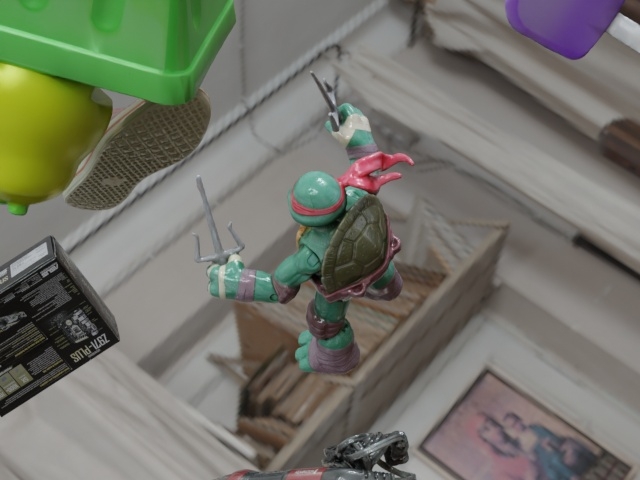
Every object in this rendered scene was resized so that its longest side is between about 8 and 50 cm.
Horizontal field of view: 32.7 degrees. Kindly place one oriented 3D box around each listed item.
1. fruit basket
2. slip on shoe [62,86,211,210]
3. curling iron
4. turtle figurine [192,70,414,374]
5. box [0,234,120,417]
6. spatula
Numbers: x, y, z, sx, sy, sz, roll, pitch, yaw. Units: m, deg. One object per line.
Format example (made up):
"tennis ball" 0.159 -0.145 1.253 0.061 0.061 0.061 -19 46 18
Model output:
"fruit basket" -0.301 -0.231 1.249 0.283 0.392 0.392 -73 1 -52
"slip on shoe" -0.256 -0.140 1.465 0.123 0.101 0.331 10 -25 -33
"curling iron" -0.037 0.161 0.688 0.068 0.035 0.274 0 -19 -39
"turtle figurine" 0.000 0.000 0.805 0.175 0.118 0.234 -40 -35 -14
"box" -0.369 0.107 1.373 0.180 0.077 0.147 -33 -63 -2
"spatula" 0.268 -0.135 0.827 0.084 0.296 0.030 -57 15 17
